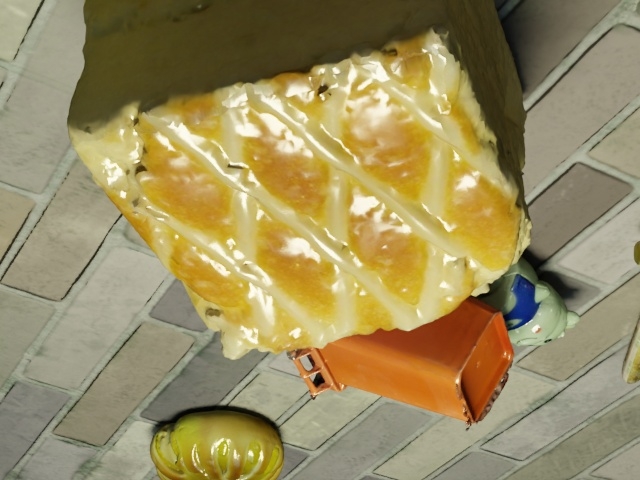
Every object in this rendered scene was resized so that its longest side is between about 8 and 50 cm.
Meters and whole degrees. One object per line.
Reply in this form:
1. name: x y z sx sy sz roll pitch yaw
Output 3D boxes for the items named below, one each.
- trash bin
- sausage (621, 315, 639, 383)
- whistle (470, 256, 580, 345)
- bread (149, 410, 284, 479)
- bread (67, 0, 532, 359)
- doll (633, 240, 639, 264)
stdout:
1. trash bin: 0.097 0.129 1.508 0.238 0.184 0.161 21 153 32
2. sausage: 0.439 0.120 1.662 0.033 0.033 0.269 2 143 2
3. whistle: 0.234 0.072 1.562 0.110 0.092 0.244 -18 141 41
4. bread: -0.159 0.346 1.943 0.213 0.105 0.213 0 144 0
5. bread: -0.007 -0.117 1.184 0.371 0.279 0.390 -12 138 15
6. doll: 0.479 0.019 1.489 0.207 0.081 0.129 9 161 -11
